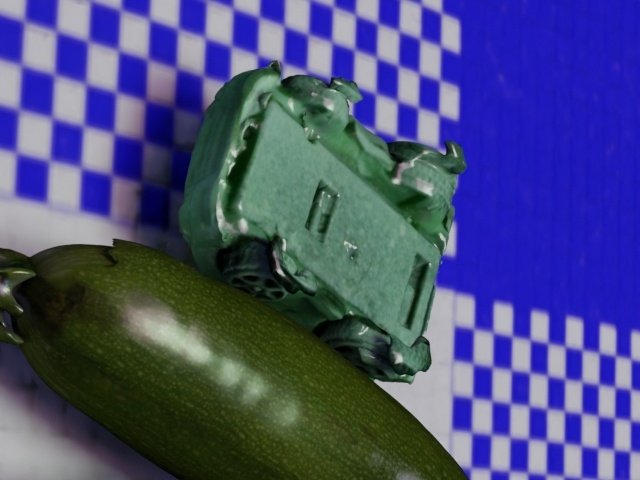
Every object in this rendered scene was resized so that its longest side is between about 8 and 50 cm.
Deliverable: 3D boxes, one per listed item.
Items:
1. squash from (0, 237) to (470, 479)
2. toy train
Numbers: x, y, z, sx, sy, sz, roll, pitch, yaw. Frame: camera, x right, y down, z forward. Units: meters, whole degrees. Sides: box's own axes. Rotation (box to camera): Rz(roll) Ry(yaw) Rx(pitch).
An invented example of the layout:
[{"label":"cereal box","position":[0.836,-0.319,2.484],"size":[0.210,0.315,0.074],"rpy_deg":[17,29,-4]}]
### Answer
[{"label":"squash","position":[-0.013,0.075,0.724],"size":[0.318,0.080,0.071],"rpy_deg":[36,42,-43]},{"label":"toy train","position":[0.000,0.000,0.762],"size":[0.149,0.081,0.099],"rpy_deg":[34,61,-38]}]
